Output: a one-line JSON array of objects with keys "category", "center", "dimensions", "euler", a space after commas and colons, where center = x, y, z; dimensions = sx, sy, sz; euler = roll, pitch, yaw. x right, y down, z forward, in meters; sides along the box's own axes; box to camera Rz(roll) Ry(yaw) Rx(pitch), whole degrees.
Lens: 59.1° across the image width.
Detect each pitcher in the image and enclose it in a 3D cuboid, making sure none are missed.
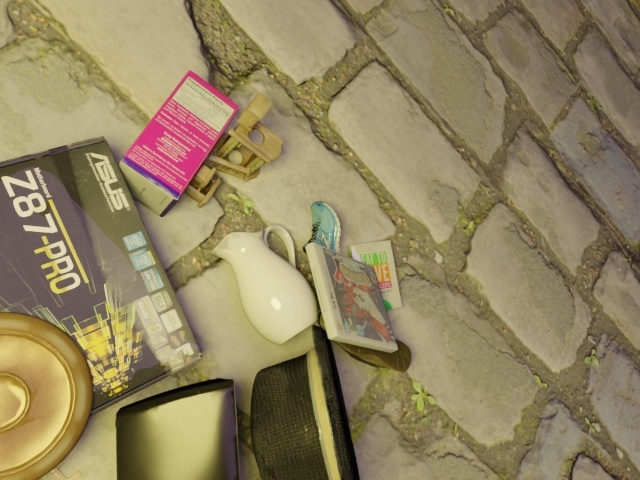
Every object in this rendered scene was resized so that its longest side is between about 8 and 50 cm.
[{"category": "pitcher", "center": [-0.079, 0.071, 1.032], "dimensions": [0.178, 0.125, 0.207], "euler": [-26, 79, -46]}]

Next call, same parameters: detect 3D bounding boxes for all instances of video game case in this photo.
[{"category": "video game case", "center": [0.060, 0.108, 1.041], "dimensions": [0.201, 0.023, 0.183], "euler": [24, 43, -49]}]

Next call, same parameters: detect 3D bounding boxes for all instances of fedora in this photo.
[{"category": "fedora", "center": [-0.030, 0.316, 0.939], "dimensions": [0.153, 0.334, 0.333], "euler": [-12, 82, 0]}]

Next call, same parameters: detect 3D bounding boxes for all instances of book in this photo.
[{"category": "book", "center": [0.111, 0.077, 1.184], "dimensions": [0.096, 0.035, 0.144], "euler": [-7, 82, -27]}]

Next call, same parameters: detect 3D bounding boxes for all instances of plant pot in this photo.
[{"category": "plant pot", "center": [-0.219, 0.313, 0.852], "dimensions": [0.167, 0.188, 0.187], "euler": [-2, 78, -18]}, {"category": "plant pot", "center": [-0.422, 0.211, 0.739], "dimensions": [0.236, 0.032, 0.236], "euler": [6, 76, -26]}]

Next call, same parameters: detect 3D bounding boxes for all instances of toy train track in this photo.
[{"category": "toy train track", "center": [-0.387, 0.350, 0.837], "dimensions": [0.083, 0.014, 0.048], "euler": [51, 59, -8]}]

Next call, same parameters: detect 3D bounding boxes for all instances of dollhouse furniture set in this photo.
[{"category": "dollhouse furniture set", "center": [-0.141, -0.139, 1.005], "dimensions": [0.101, 0.182, 0.160], "euler": [37, 62, -17]}]

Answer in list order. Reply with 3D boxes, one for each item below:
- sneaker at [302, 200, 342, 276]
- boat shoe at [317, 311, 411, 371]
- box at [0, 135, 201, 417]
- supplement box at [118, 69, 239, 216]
[{"category": "sneaker", "center": [0.000, 0.000, 1.120], "dimensions": [0.073, 0.063, 0.162], "euler": [-4, 79, -27]}, {"category": "boat shoe", "center": [0.077, 0.200, 1.103], "dimensions": [0.224, 0.073, 0.080], "euler": [31, 58, -23]}, {"category": "box", "center": [-0.405, 0.073, 0.850], "dimensions": [0.318, 0.097, 0.394], "euler": [-23, 90, -33]}, {"category": "supplement box", "center": [-0.253, -0.170, 0.991], "dimensions": [0.114, 0.111, 0.220], "euler": [36, 62, -16]}]
